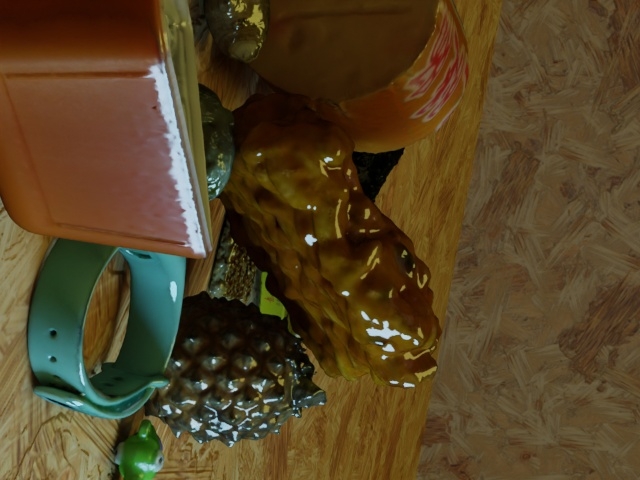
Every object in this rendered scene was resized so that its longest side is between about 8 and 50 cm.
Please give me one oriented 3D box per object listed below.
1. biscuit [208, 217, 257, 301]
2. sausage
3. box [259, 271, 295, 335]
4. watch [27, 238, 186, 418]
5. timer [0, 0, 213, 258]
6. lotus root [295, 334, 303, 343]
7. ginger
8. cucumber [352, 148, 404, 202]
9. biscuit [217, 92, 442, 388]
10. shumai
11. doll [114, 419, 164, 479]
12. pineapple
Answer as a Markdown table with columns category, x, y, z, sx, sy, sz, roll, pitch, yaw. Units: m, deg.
| category | x | y | z | sx | sy | sz | roll | pitch | yaw |
| --- | --- | --- | --- | --- | --- | --- | --- | --- | --- |
| biscuit | -0.081 | -0.038 | 1.790 | 0.131 | 0.025 | 0.231 | 25 | 78 | -77 |
| sausage | 0.040 | -0.231 | 1.673 | 0.287 | 0.233 | 0.233 | 37 | 66 | -77 |
| box | -0.041 | 0.034 | 1.942 | 0.279 | 0.041 | 0.153 | 95 | 12 | -49 |
| watch | -0.182 | 0.065 | 1.353 | 0.237 | 0.068 | 0.195 | 64 | 41 | -69 |
| timer | -0.149 | -0.155 | 1.105 | 0.257 | 0.161 | 0.250 | 83 | 14 | -54 |
| lotus root | -0.007 | 0.107 | 2.135 | 0.165 | 0.088 | 0.088 | -26 | 128 | -62 |
| ginger | -0.082 | -0.258 | 1.500 | 0.096 | 0.067 | 0.165 | 55 | 36 | -73 |
| cucumber | 0.068 | -0.102 | 2.272 | 0.072 | 0.081 | 0.303 | -35 | -163 | 30 |
| biscuit | 0.000 | 0.000 | 1.500 | 0.110 | 0.312 | 0.318 | -34 | -170 | -15 |
| shumai | -0.141 | -0.092 | 1.385 | 0.087 | 0.124 | 0.099 | 7 | 121 | -39 |
| doll | -0.195 | 0.273 | 1.541 | 0.115 | 0.050 | 0.190 | -16 | 119 | -80 |
| pineapple | -0.086 | 0.139 | 1.557 | 0.166 | 0.193 | 0.166 | 14 | 90 | -79 |
